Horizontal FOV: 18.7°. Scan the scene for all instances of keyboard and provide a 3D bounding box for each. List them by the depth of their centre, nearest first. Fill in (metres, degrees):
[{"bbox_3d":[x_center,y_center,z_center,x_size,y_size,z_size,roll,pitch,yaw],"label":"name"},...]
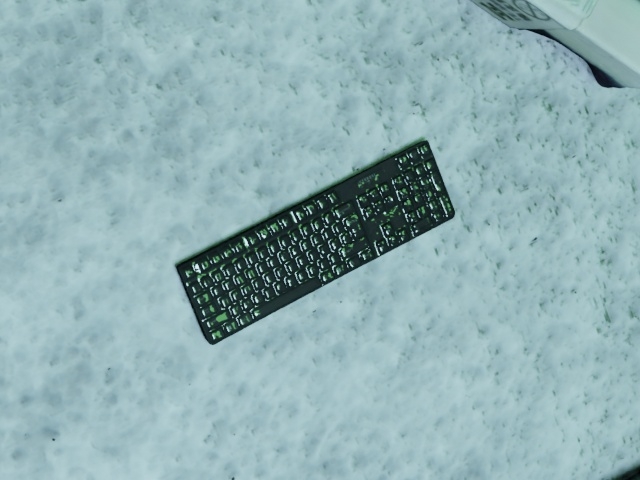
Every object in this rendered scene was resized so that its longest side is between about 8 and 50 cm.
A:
[{"bbox_3d":[0.000,0.000,1.338,0.204,0.013,0.061,-27,106,-19],"label":"keyboard"}]

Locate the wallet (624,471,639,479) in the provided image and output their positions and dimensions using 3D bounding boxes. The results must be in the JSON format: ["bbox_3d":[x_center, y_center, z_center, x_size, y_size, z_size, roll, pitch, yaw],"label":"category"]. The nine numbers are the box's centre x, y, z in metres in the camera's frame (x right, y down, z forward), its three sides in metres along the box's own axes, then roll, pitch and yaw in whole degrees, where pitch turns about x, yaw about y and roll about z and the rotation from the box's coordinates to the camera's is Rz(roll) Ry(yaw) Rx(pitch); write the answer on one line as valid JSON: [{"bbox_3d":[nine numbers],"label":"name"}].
[{"bbox_3d":[0.271,0.249,1.468,0.318,0.045,0.172,-24,106,-21],"label":"wallet"}]

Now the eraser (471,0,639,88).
[{"bbox_3d":[0.083,-0.240,1.301,0.404,0.098,0.096,30,83,-24],"label":"eraser"}]
